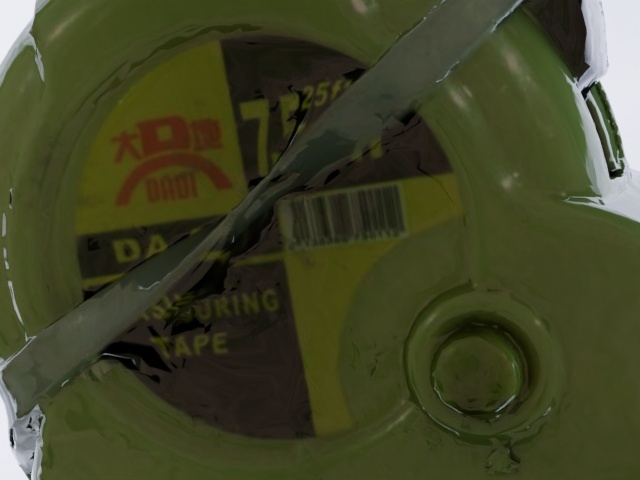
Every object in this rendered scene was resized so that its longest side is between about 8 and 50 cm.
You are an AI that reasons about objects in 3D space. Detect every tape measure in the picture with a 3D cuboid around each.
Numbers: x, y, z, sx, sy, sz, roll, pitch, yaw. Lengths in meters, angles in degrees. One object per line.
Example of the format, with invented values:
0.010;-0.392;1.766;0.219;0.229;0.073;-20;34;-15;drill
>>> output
0.000;0.000;0.374;0.200;0.106;0.175;-15;-86;21;tape measure
